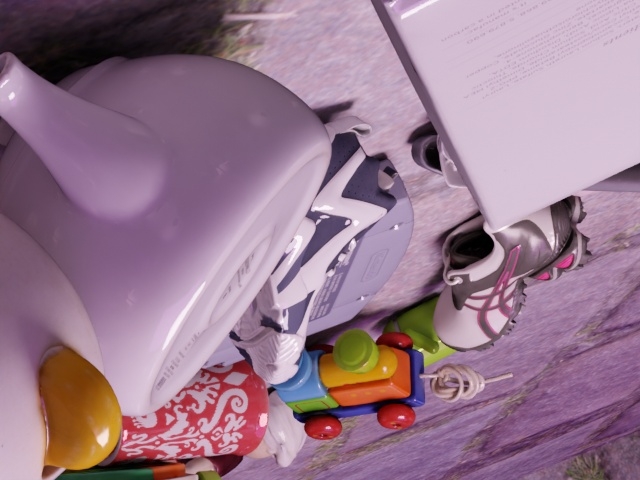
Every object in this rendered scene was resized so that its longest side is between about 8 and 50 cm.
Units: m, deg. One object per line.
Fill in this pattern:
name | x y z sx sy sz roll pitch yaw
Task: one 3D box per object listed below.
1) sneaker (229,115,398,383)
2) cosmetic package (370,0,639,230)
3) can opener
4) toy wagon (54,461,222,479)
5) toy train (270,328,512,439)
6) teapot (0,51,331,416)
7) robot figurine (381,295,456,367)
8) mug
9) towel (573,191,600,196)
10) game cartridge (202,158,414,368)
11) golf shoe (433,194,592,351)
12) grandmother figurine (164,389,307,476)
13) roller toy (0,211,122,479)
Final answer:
sneaker | 0.000 0.000 1.396 0.153 0.094 0.235 -24 127 -28
cosmetic package | 0.091 -0.168 0.928 0.156 0.217 0.385 -27 160 3
can opener | 0.218 -0.080 1.513 0.283 0.076 0.095 1 -175 -24
toy wagon | -0.232 0.258 1.727 0.267 0.068 0.344 -2 175 -24
toy train | 0.065 0.134 1.863 0.248 0.105 0.143 -11 154 21
teapot | -0.125 -0.025 1.113 0.252 0.187 0.256 -46 167 -53
robot figurine | 0.120 0.107 1.984 0.115 0.067 0.101 -27 174 7
mug | -0.157 0.185 1.749 0.169 0.113 0.150 -5 128 -40
towel | 0.439 -0.137 1.683 0.332 0.053 0.317 -12 166 -32
game cartridge | -0.019 0.024 1.592 0.198 0.062 0.297 -24 163 -19
golf shoe | 0.168 0.027 1.815 0.120 0.105 0.273 7 147 -23
grandmother figurine | -0.168 0.263 2.013 0.342 0.104 0.208 -23 -170 -17
roller toy | -0.224 0.073 0.991 0.209 0.191 0.146 -28 -172 45
